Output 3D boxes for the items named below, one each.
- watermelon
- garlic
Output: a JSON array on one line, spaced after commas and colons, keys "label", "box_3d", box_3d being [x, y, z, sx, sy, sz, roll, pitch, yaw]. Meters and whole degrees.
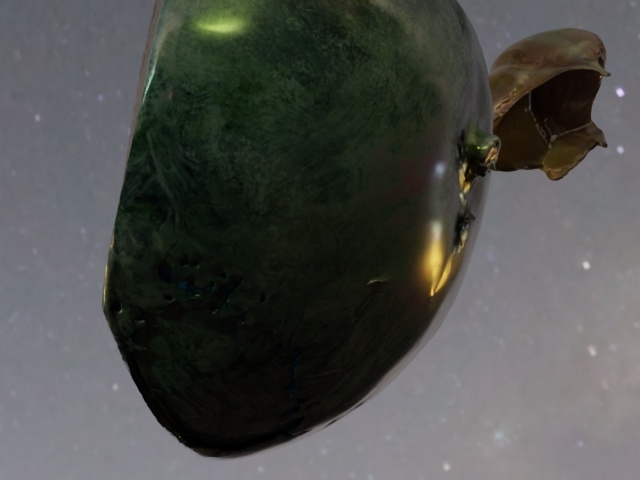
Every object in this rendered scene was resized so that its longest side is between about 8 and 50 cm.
[{"label": "watermelon", "box_3d": [0.006, -0.002, 0.700, 0.175, 0.188, 0.322, -9, -37, 11]}, {"label": "garlic", "box_3d": [0.193, -0.128, 1.293, 0.174, 0.124, 0.099, -34, -38, -25]}]
